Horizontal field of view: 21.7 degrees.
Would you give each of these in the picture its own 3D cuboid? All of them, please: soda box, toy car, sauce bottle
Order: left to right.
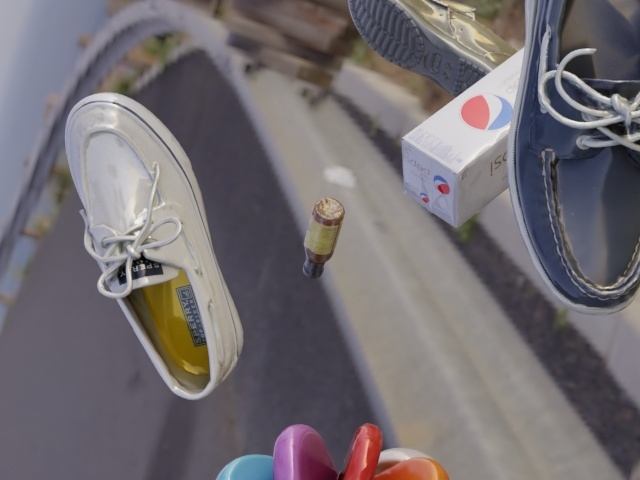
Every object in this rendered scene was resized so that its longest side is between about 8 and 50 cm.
[{"bbox_3d":[0.000,0.000,2.073,0.128,0.042,0.042,107,171,-49],"label":"sauce bottle"},{"bbox_3d":[0.006,0.187,1.142,0.159,0.182,0.136,-75,-23,-56],"label":"toy car"},{"bbox_3d":[0.171,-0.107,1.514,0.216,0.069,0.074,-37,-36,-26],"label":"soda box"}]

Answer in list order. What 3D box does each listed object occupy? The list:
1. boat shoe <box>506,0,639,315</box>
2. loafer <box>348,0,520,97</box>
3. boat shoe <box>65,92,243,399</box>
[{"bbox_3d":[0.164,-0.086,0.957,0.079,0.095,0.254,139,137,-78],"label":"boat shoe"},{"bbox_3d":[0.143,-0.251,2.049,0.087,0.251,0.094,-43,-15,-37],"label":"loafer"},{"bbox_3d":[-0.199,0.018,1.873,0.156,0.136,0.367,-68,-39,-69],"label":"boat shoe"}]
